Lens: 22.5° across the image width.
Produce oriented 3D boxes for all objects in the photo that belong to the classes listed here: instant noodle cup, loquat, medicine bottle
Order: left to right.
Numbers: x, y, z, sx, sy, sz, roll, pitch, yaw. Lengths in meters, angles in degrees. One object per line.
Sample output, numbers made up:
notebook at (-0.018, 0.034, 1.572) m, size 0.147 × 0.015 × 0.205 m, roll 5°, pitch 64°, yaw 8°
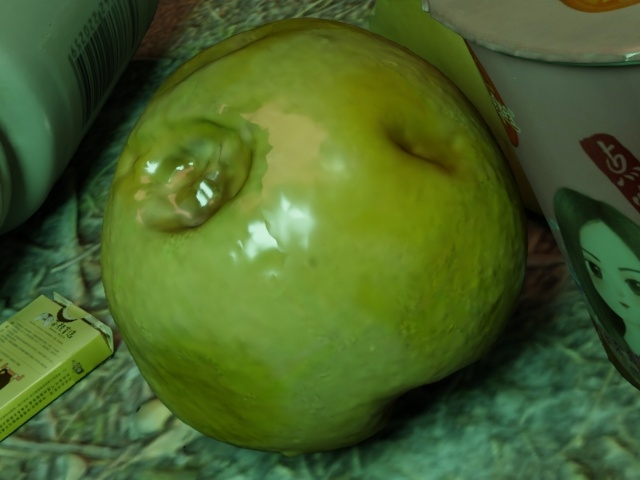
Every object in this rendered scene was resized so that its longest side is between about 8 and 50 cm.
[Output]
medicine bottle at (-0.254, -0.109, 1.061) m, size 0.208 × 0.208 × 0.339 m, roll -5°, pitch 38°, yaw 24°
loquat at (-0.002, 0.005, 0.781) m, size 0.213 × 0.213 × 0.213 m, roll -15°, pitch 35°, yaw 11°
instant noodle cup at (0.190, -0.061, 0.724) m, size 0.243 × 0.231 × 0.243 m, roll -16°, pitch 34°, yaw 11°

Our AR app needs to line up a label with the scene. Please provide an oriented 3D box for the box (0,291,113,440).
box at (-0.193, 0.088, 0.927) m, size 0.149 × 0.020 × 0.073 m, roll -38°, pitch 36°, yaw -21°

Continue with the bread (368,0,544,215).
bread at (0.118, -0.159, 0.925) m, size 0.184 × 0.224 × 0.211 m, roll -31°, pitch 27°, yaw -21°
